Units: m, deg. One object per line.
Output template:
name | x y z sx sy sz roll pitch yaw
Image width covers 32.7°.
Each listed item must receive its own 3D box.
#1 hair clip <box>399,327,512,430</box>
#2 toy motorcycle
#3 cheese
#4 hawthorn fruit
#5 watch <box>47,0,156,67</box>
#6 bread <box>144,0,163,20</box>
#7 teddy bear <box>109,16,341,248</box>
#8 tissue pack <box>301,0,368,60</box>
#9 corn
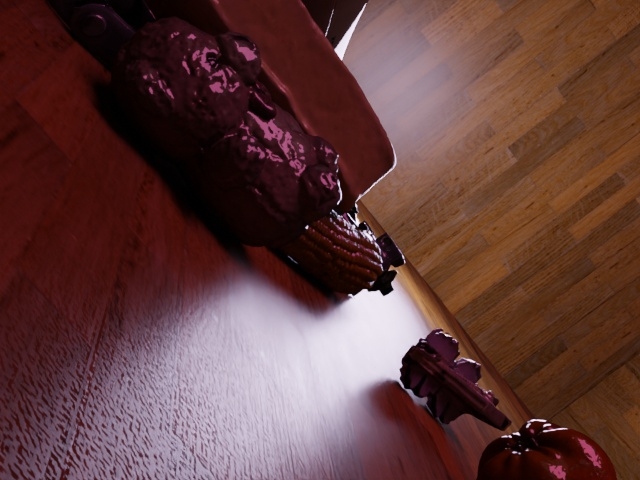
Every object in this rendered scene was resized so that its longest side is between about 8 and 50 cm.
hair clip | 0.190 0.208 1.581 0.084 0.106 0.292 40 -1 45
toy motorcycle | 0.029 -0.036 1.747 0.274 0.125 0.187 55 -3 22
cheese | -0.054 -0.190 1.385 0.384 0.104 0.384 41 -14 12
hawthorn fruit | 0.276 0.312 1.317 0.189 0.189 0.189 51 6 -8
watch | -0.247 -0.264 1.257 0.206 0.068 0.193 41 16 -46
bread | -0.197 -0.322 1.615 0.172 0.132 0.103 49 50 -17
teddy bear | -0.095 -0.115 1.125 0.267 0.151 0.236 55 11 -21
tissue pack | -0.084 -0.419 1.976 0.267 0.277 0.387 52 -38 21
corn | 0.000 0.000 1.443 0.097 0.097 0.320 56 10 30
